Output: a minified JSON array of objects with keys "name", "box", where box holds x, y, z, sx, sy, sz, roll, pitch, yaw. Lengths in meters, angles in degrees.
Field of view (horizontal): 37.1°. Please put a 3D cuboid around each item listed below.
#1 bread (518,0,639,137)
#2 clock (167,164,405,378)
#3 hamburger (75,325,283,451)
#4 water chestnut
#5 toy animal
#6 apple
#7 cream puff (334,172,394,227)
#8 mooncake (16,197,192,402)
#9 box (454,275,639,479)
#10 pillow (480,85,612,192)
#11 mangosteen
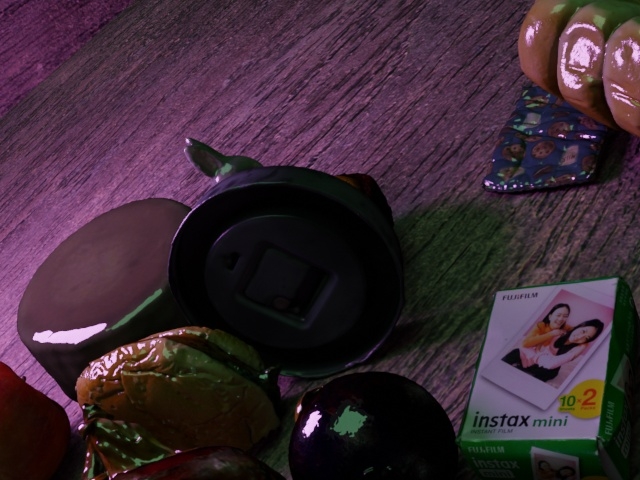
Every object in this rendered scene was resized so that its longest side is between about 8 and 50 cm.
[{"name":"bread","box":[0.448,-0.259,1.357,0.301,0.210,0.341,-25,39,-35]},{"name":"clock","box":[-0.044,0.047,1.306,0.325,0.325,0.067,-19,28,21]},{"name":"hamburger","box":[-0.211,0.215,1.332,0.309,0.211,0.132,-18,31,25]},{"name":"water chestnut","box":[-0.181,0.335,1.051,0.335,0.335,0.347,-30,66,5]},{"name":"toy animal","box":[-0.134,-0.076,1.602,0.125,0.251,0.127,-38,33,-13]},{"name":"apple","box":[-0.505,0.304,1.459,0.230,0.230,0.230,-22,35,16]},{"name":"cream puff","box":[0.000,0.000,1.451,0.239,0.164,0.239,-14,22,6]},{"name":"mooncake","box":[-0.305,0.106,1.567,0.356,0.194,0.356,-19,38,16]},{"name":"box","box":[0.269,0.163,1.088,0.180,0.103,0.250,-10,39,32]},{"name":"pillow","box":[0.367,-0.169,1.495,0.189,0.034,0.255,0,47,36]},{"name":"mangosteen","box":[0.055,0.235,1.112,0.194,0.194,0.230,-34,15,-1]}]
